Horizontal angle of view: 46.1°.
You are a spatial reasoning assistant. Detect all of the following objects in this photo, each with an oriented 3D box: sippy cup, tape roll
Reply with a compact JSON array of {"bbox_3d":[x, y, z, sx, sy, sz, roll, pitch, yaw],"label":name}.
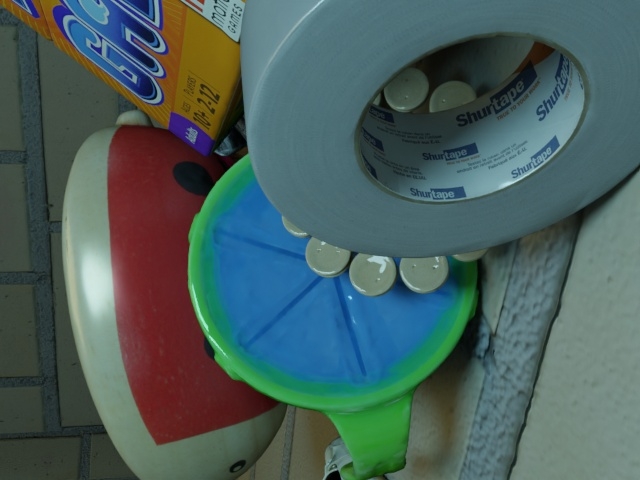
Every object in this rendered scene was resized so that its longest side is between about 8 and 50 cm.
[{"bbox_3d":[0.006,0.045,0.699,0.224,0.240,0.306,101,-170,-75],"label":"sippy cup"},{"bbox_3d":[0.069,-0.082,0.387,0.219,0.219,0.072,107,158,-51],"label":"tape roll"}]

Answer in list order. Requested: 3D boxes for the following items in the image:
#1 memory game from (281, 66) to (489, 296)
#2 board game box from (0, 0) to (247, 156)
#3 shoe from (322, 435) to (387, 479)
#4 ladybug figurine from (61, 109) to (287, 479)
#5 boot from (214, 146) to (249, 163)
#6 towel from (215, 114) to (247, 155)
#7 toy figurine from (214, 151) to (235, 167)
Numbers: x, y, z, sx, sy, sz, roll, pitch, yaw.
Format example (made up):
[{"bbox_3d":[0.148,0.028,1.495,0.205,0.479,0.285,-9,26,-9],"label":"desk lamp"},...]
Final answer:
[{"bbox_3d":[0.055,-0.046,0.576,0.012,0.186,0.186,40,-135,-68],"label":"memory game"},{"bbox_3d":[-0.108,-0.341,0.564,0.357,0.356,0.356,-55,7,-13],"label":"board game box"},{"bbox_3d":[0.032,0.282,0.884,0.219,0.058,0.077,-170,81,-77],"label":"shoe"},{"bbox_3d":[-0.147,0.068,0.859,0.305,0.161,0.450,-33,-70,-71],"label":"ladybug figurine"},{"bbox_3d":[-0.112,-0.111,1.159,0.283,0.220,0.109,109,158,-54],"label":"boot"},{"bbox_3d":[-0.108,-0.248,0.880,0.284,0.121,0.235,58,-161,-11],"label":"towel"},{"bbox_3d":[-0.119,-0.068,1.036,0.173,0.159,0.130,-64,-32,-42],"label":"toy figurine"}]
